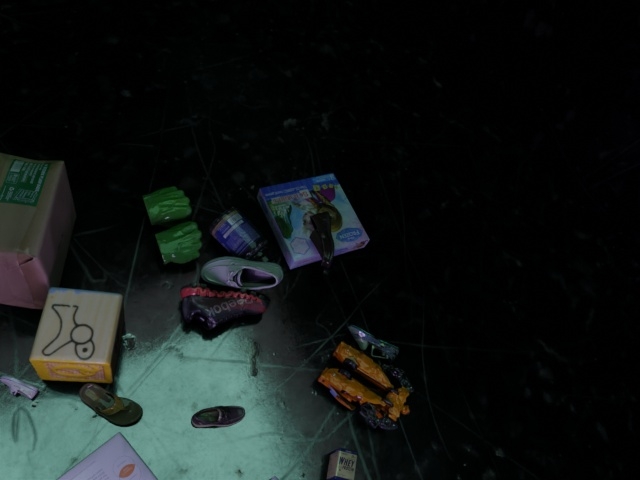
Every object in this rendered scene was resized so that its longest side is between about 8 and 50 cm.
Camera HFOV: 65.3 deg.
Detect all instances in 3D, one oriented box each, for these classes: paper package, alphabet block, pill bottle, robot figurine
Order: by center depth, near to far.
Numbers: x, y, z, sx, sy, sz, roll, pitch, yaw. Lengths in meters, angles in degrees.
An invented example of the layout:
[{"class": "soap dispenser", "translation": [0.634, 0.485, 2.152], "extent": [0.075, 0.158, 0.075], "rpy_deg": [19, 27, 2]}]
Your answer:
[{"class": "alphabet block", "translation": [-0.641, 0.259, 1.343], "extent": [0.192, 0.193, 0.197], "rpy_deg": [7, 58, -13]}, {"class": "paper package", "translation": [-0.809, -0.022, 1.384], "extent": [0.168, 0.309, 0.324], "rpy_deg": [7, 57, -16]}, {"class": "robot figurine", "translation": [0.149, 0.457, 1.565], "extent": [0.291, 0.085, 0.211], "rpy_deg": [34, 55, 4]}, {"class": "pill bottle", "translation": [-0.255, 0.004, 1.670], "extent": [0.219, 0.123, 0.123], "rpy_deg": [46, 56, 5]}]

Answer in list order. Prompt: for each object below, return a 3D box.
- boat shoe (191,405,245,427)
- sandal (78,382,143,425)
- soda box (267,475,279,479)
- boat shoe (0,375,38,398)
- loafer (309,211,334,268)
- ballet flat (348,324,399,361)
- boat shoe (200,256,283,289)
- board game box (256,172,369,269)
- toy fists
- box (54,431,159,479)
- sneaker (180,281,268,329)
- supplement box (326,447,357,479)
[{"class": "boat shoe", "translation": [-0.285, 0.496, 1.410], "extent": [0.152, 0.049, 0.056], "rpy_deg": [-5, 61, -22]}, {"class": "sandal", "translation": [-0.568, 0.438, 1.346], "extent": [0.180, 0.049, 0.072], "rpy_deg": [29, 55, 0]}, {"class": "soda box", "translation": [-0.192, 0.744, 1.263], "extent": [0.091, 0.098, 0.286], "rpy_deg": [43, 56, 10]}, {"class": "boat shoe", "translation": [-0.796, 0.386, 1.309], "extent": [0.100, 0.035, 0.035], "rpy_deg": [28, 52, -9]}, {"class": "loafer", "translation": [0.000, 0.000, 1.722], "extent": [0.078, 0.080, 0.220], "rpy_deg": [-1, 56, -9]}, {"class": "ballet flat", "translation": [0.169, 0.346, 1.655], "extent": [0.188, 0.070, 0.070], "rpy_deg": [26, 55, 1]}, {"class": "boat shoe", "translation": [-0.255, 0.113, 1.582], "extent": [0.268, 0.096, 0.088], "rpy_deg": [7, 15, 4]}, {"class": "board game box", "translation": [-0.027, -0.082, 1.840], "extent": [0.319, 0.066, 0.318], "rpy_deg": [-16, 67, -27]}, {"class": "toy fists", "translation": [-0.480, -0.051, 1.650], "extent": [0.142, 0.096, 0.279], "rpy_deg": [-18, 68, -17]}, {"class": "box", "translation": [-0.461, 0.666, 1.153], "extent": [0.345, 0.168, 0.215], "rpy_deg": [46, 45, 11]}, {"class": "sneaker", "translation": [-0.299, 0.215, 1.550], "extent": [0.276, 0.097, 0.135], "rpy_deg": [9, 66, -19]}, {"class": "supplement box", "translation": [0.060, 0.644, 1.420], "extent": [0.056, 0.083, 0.083], "rpy_deg": [19, 55, -9]}]
